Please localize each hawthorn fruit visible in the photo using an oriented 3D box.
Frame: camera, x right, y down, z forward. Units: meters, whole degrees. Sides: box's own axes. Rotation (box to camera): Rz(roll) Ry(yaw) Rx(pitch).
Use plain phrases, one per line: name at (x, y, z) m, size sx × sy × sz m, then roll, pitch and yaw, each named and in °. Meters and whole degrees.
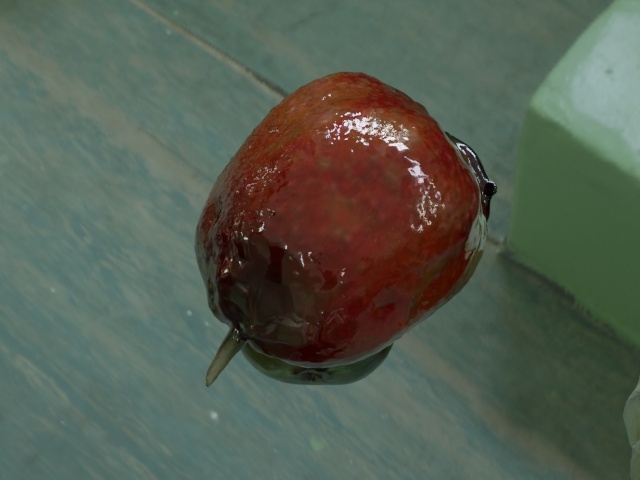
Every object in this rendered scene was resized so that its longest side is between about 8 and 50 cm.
hawthorn fruit at (0.000, 0.000, 0.806) m, size 0.251 × 0.189 × 0.189 m, roll -40°, pitch 62°, yaw -20°

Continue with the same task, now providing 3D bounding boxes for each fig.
fig at (0.006, 0.012, 1.132) m, size 0.151 × 0.151 × 0.259 m, roll 3°, pitch 65°, yaw 12°

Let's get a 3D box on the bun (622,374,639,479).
bun at (0.377, 0.125, 0.843) m, size 0.359 × 0.211 × 0.360 m, roll -40°, pitch 28°, yaw 27°
